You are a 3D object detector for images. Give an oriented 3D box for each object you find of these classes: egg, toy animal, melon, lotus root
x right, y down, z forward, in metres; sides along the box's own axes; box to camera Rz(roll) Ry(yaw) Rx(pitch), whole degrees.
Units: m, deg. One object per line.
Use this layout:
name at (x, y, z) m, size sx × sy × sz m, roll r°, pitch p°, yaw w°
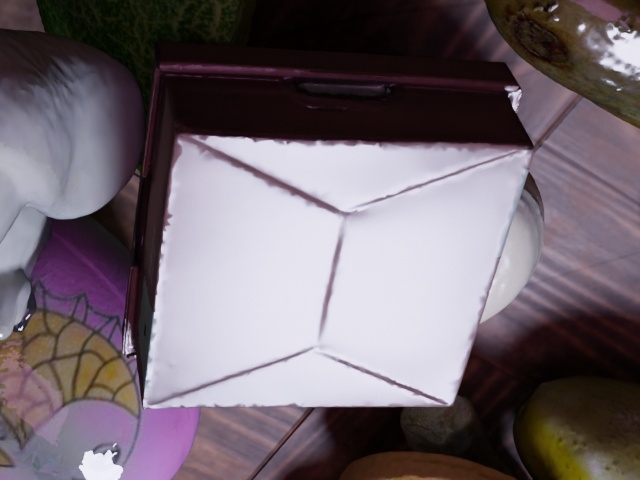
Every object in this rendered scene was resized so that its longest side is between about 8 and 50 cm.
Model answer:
egg at (-0.200, 0.078, 0.894) m, size 0.196 × 0.196 × 0.271 m, roll -36°, pitch 104°, yaw 18°
toy animal at (-0.231, -0.023, 0.681) m, size 0.249 × 0.289 × 0.174 m, roll -42°, pitch 84°, yaw 15°
melon at (-0.097, -0.144, 0.785) m, size 0.124 × 0.196 × 0.323 m, roll -27°, pitch 138°, yaw -41°
lotus root at (0.208, -0.143, 0.817) m, size 0.241 × 0.124 × 0.123 m, roll 25°, pitch 132°, yaw -21°

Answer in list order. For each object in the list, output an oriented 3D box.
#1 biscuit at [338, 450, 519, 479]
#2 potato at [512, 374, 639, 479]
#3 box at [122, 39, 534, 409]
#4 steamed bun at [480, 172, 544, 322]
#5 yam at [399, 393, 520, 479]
biscuit at (0.081, 0.258, 1.059) m, size 0.202 × 0.044 × 0.289 m, roll 36°, pitch 138°, yaw -13°
potato at (0.243, 0.185, 1.023) m, size 0.194 × 0.157 × 0.157 m, roll 37°, pitch 115°, yaw 3°
box at (0.000, 0.000, 0.747) m, size 0.215 × 0.086 × 0.215 m, roll 2°, pitch 128°, yaw -14°
steamed bun at (0.039, -0.015, 0.882) m, size 0.228 × 0.130 × 0.177 m, roll -5°, pitch 127°, yaw -11°
yam at (0.159, 0.247, 1.093) m, size 0.071 × 0.067 × 0.317 m, roll -47°, pitch 123°, yaw -24°
